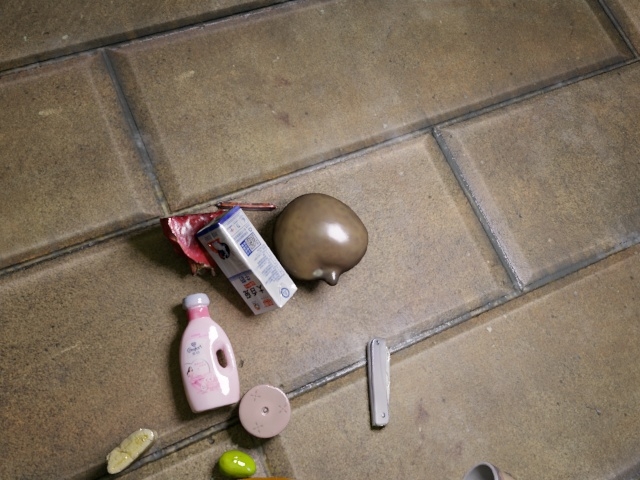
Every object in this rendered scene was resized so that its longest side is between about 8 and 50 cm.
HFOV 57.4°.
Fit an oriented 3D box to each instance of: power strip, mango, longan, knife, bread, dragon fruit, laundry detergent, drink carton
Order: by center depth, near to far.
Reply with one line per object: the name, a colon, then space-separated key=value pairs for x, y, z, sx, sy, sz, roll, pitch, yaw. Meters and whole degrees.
bread: x=-0.499 y=0.553 z=1.551 sx=0.139 sy=0.178 sz=0.060 roll=-41 pitch=83 yaw=-22
mango: x=-0.231 y=0.626 z=1.633 sx=0.108 sy=0.056 sz=0.073 roll=21 pitch=42 yaw=-1
power strip: x=-0.163 y=0.494 z=1.682 sx=0.154 sy=0.078 sz=0.154 roll=3 pitch=73 yaw=-11
laundry detergent: x=-0.336 y=0.322 z=1.708 sx=0.159 sy=0.088 sz=0.335 roll=-9 pitch=72 yaw=-17
drink carton: x=-0.217 y=0.065 z=1.727 sx=0.315 sy=0.130 sz=0.106 roll=56 pitch=46 yaw=-13
knife: x=0.181 y=0.428 z=1.785 sx=0.073 sy=0.040 sz=0.266 roll=7 pitch=69 yaw=-19
dragon fruit: x=-0.378 y=0.010 z=1.785 sx=0.262 sy=0.134 sz=0.211 roll=-5 pitch=84 yaw=-48
longan: x=0.000 y=0.000 z=1.797 sx=0.300 sy=0.243 sz=0.300 roll=-2 pitch=76 yaw=7

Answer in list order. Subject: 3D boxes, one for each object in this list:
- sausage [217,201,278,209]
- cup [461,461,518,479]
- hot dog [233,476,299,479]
sausage: x=-0.237 y=-0.113 z=1.911 sx=0.198 sy=0.025 sz=0.028 roll=1 pitch=39 yaw=-10
cup: x=0.512 y=0.814 z=1.633 sx=0.257 sy=0.227 sz=0.301 roll=29 pitch=98 yaw=-3
hot dog: x=-0.138 y=0.708 z=1.617 sx=0.249 sy=0.068 sz=0.100 roll=5 pitch=71 yaw=-8
